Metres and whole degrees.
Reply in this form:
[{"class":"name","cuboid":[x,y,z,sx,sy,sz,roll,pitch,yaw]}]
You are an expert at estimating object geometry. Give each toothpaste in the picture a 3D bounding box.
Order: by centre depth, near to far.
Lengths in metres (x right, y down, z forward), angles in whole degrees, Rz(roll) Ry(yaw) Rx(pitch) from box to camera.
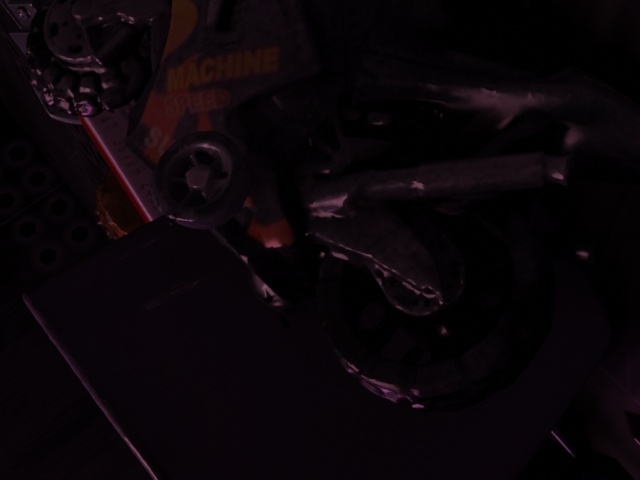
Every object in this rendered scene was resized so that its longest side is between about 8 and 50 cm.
[{"class":"toothpaste","cuboid":[0.190,0.165,0.791,0.024,0.015,0.083,66,169,-20]}]

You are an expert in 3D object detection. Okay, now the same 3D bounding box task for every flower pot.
[{"class":"flower pot","cuboid":[0.014,0.073,0.659,0.265,0.243,0.265,53,168,16]}]

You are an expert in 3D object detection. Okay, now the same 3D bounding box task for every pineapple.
[{"class":"pineapple","cuboid":[-0.215,-0.036,1.522,0.128,0.128,0.248,53,172,2]}]

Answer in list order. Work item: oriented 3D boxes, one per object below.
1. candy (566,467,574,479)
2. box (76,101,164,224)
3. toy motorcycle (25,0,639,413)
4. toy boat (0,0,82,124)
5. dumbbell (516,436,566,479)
[{"class":"candy","cuboid":[0.167,0.185,0.902,0.035,0.035,0.123,57,176,12]},{"class":"box","cuboid":[-0.121,-0.090,1.003,0.229,0.123,0.050,60,171,-30]},{"class":"toy motorcycle","cuboid":[0.000,-0.065,0.517,0.307,0.173,0.108,39,174,29]},{"class":"toy boat","cuboid":[-0.205,-0.176,1.085,0.114,0.122,0.296,8,141,40]},{"class":"dumbbell","cuboid":[0.049,0.149,0.903,0.160,0.144,0.325,21,-175,-25]}]
